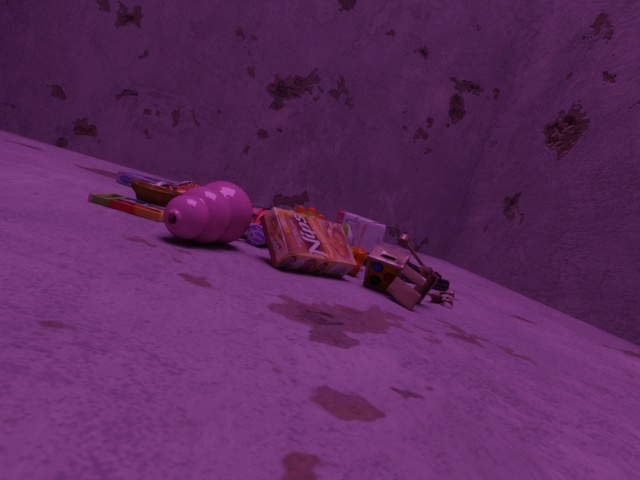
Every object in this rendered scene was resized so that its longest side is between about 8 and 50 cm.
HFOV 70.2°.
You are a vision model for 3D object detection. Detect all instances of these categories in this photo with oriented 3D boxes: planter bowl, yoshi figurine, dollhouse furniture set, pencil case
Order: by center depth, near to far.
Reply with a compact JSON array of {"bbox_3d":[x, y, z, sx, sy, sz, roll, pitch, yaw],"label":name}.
[{"bbox_3d":[0.333,0.164,1.478,0.151,0.144,0.123,36,4,-38],"label":"dollhouse furniture set"},{"bbox_3d":[-0.012,0.026,1.764,0.362,0.204,0.203,31,46,-1],"label":"yoshi figurine"},{"bbox_3d":[-0.204,-0.017,1.778,0.088,0.086,0.206,32,13,21],"label":"pencil case"},{"bbox_3d":[-0.662,-0.169,1.823,0.217,0.091,0.217,18,6,-2],"label":"planter bowl"}]

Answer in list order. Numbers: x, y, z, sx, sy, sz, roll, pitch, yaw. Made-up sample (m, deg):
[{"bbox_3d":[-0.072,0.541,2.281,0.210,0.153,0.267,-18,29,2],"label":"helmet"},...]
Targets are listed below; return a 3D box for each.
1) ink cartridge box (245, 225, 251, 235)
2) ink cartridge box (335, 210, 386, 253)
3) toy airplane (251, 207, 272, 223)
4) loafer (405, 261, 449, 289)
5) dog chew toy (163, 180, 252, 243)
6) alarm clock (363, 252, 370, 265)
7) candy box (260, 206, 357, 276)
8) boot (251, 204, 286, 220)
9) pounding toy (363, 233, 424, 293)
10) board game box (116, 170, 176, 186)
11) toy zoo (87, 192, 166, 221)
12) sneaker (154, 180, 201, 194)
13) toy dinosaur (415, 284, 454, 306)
[{"bbox_3d":[-0.372,-0.072,1.792,0.239,0.060,0.275,44,11,27],"label":"ink cartridge box"},{"bbox_3d":[0.191,-0.026,2.404,0.117,0.208,0.283,12,7,-35],"label":"ink cartridge box"},{"bbox_3d":[-0.231,-0.096,1.759,0.151,0.028,0.151,2,23,-1],"label":"toy airplane"},{"bbox_3d":[0.478,0.156,2.074,0.302,0.095,0.109,15,6,-26],"label":"loafer"},{"bbox_3d":[-0.354,-0.082,1.421,0.206,0.207,0.331,19,14,17],"label":"dog chew toy"},{"bbox_3d":[0.247,0.094,2.181,0.129,0.064,0.192,16,3,-16],"label":"alarm clock"},{"bbox_3d":[-0.036,0.012,1.527,0.316,0.087,0.183,13,46,-43],"label":"candy box"},{"bbox_3d":[-0.246,-0.127,1.882,0.208,0.076,0.190,-2,40,-20],"label":"boot"},{"bbox_3d":[0.251,0.081,1.532,0.180,0.206,0.094,19,37,19],"label":"pounding toy"},{"bbox_3d":[-0.868,-0.288,2.471,0.317,0.066,0.318,19,6,15],"label":"board game box"},{"bbox_3d":[-0.655,-0.118,1.653,0.292,0.030,0.192,16,6,-5],"label":"toy zoo"},{"bbox_3d":[-0.640,-0.204,2.196,0.180,0.125,0.321,24,19,22],"label":"sneaker"},{"bbox_3d":[0.436,0.211,1.696,0.112,0.064,0.211,0,-12,27],"label":"toy dinosaur"}]
